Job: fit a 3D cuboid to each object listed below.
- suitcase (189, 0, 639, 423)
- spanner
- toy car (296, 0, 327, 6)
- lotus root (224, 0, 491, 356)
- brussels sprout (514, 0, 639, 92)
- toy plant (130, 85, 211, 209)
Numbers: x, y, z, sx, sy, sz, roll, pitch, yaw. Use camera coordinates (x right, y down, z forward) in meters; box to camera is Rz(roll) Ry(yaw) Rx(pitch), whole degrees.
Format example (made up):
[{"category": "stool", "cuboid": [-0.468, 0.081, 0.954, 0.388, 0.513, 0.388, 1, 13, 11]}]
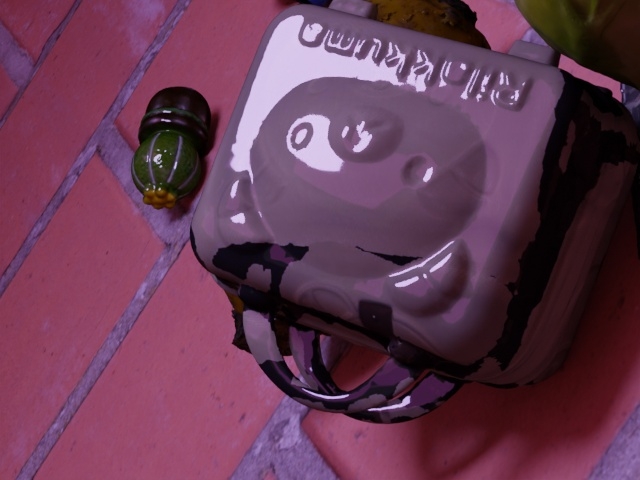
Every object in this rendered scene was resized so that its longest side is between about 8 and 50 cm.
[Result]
[{"category": "suitcase", "cuboid": [0.064, -0.014, 1.604, 0.351, 0.194, 0.339, 19, 85, 34]}, {"category": "spanner", "cuboid": [0.271, -0.109, 1.651, 0.093, 0.026, 0.325, -40, 33, 37]}, {"category": "toy car", "cuboid": [-0.018, -0.338, 2.380, 0.103, 0.063, 0.216, -61, 31, -2]}, {"category": "lotus root", "cuboid": [0.028, -0.064, 1.852, 0.397, 0.196, 0.179, -63, 16, -2]}, {"category": "brussels sprout", "cuboid": [0.275, -0.220, 1.488, 0.227, 0.259, 0.294, -51, 26, 18]}, {"category": "toy plant", "cuboid": [-0.189, -0.113, 2.420, 0.093, 0.093, 0.162, -33, 39, 43]}]
